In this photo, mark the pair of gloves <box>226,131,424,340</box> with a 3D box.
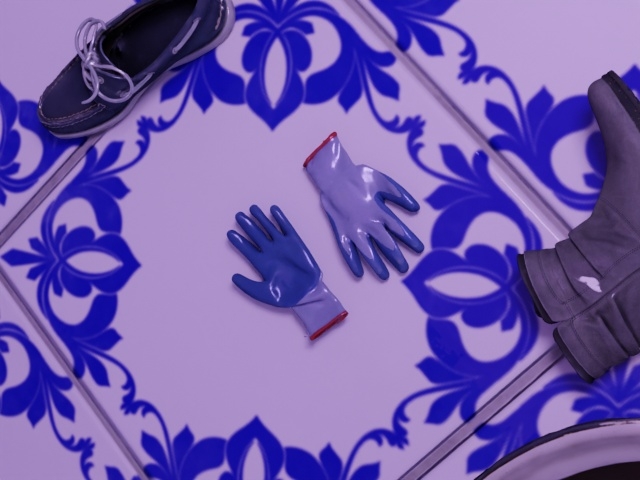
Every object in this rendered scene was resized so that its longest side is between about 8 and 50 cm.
[{"bbox_3d":[0.000,0.000,0.967,0.198,0.023,0.159,-42,73,14],"label":"pair of gloves"}]

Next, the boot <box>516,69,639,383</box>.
[{"bbox_3d":[0.239,-0.009,0.841,0.161,0.083,0.247,-24,85,19],"label":"boot"}]

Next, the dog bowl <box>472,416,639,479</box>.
[{"bbox_3d":[0.281,0.335,0.779,0.407,0.150,0.408,-1,89,21],"label":"dog bowl"}]

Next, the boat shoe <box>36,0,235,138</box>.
[{"bbox_3d":[-0.207,-0.190,1.021,0.254,0.079,0.095,-25,80,18],"label":"boat shoe"}]
